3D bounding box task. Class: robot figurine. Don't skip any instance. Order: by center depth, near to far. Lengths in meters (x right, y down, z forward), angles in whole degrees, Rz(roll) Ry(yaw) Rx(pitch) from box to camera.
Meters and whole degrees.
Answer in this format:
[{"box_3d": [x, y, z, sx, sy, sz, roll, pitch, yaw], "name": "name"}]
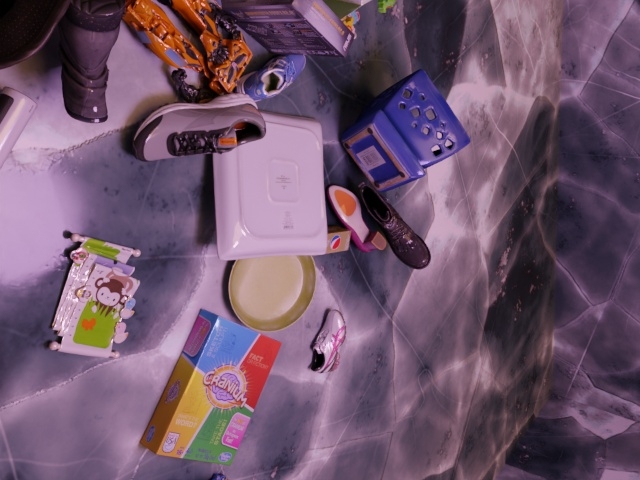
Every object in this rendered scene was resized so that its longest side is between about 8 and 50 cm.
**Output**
[{"box_3d": [-0.244, -0.394, 1.124, 0.291, 0.085, 0.211, 41, 70, -47], "name": "robot figurine"}]

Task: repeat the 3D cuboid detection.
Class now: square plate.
[{"box_3d": [-0.096, -0.133, 1.341, 0.347, 0.049, 0.343, -2, 88, -48], "name": "square plate"}]

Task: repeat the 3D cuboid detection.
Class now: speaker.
[{"box_3d": [-0.501, -0.168, 0.909, 0.055, 0.055, 0.136, 38, 72, -48], "name": "speaker"}]

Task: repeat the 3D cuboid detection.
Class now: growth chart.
[{"box_3d": [-0.422, 0.112, 1.108, 0.172, 0.021, 0.237, 13, 91, -51], "name": "growth chart"}]

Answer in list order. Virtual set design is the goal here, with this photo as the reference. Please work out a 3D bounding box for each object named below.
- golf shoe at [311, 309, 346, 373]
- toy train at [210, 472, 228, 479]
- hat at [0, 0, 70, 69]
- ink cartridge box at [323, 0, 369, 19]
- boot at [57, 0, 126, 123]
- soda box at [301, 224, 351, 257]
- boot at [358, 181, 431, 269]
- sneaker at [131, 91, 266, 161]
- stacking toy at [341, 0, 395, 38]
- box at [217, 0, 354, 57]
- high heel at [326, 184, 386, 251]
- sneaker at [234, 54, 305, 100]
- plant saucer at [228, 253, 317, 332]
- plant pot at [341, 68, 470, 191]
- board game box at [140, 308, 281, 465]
[{"box_3d": [0.021, 0.287, 1.638, 0.086, 0.068, 0.186, 3, 98, -48], "name": "golf shoe"}, {"box_3d": [-0.288, 0.598, 1.397, 0.158, 0.027, 0.036, -8, 96, -48], "name": "toy train"}, {"box_3d": [-0.479, -0.331, 0.783, 0.331, 0.332, 0.134, -63, 177, -16], "name": "hat"}, {"box_3d": [0.027, -0.569, 1.323, 0.235, 0.171, 0.056, -42, 143, -34], "name": "ink cartridge box"}, {"box_3d": [-0.381, -0.367, 0.930, 0.118, 0.338, 0.222, 6, 141, -22], "name": "boot"}, {"box_3d": [0.000, 0.000, 1.535, 0.181, 0.061, 0.058, -7, 112, -48], "name": "soda box"}, {"box_3d": [0.200, -0.034, 1.616, 0.091, 0.263, 0.229, -40, 164, 7], "name": "boot"}, {"box_3d": [-0.231, -0.211, 1.129, 0.272, 0.108, 0.100, -22, 146, -23], "name": "sneaker"}, {"box_3d": [0.052, -0.519, 1.372, 0.221, 0.167, 0.052, -42, 131, -36], "name": "stacking toy"}, {"box_3d": [-0.072, -0.452, 1.196, 0.183, 0.231, 0.056, 28, 82, -49], "name": "box"}, {"box_3d": [0.080, -0.059, 1.637, 0.244, 0.117, 0.082, 42, 68, -24], "name": "high heel"}, {"box_3d": [-0.095, -0.366, 1.309, 0.211, 0.081, 0.080, -46, 130, -34], "name": "sneaker"}, {"box_3d": [-0.119, 0.101, 1.409, 0.241, 0.037, 0.240, -6, 101, -33], "name": "plant saucer"}, {"box_3d": [0.206, -0.270, 1.533, 0.212, 0.236, 0.236, -42, 101, -23], "name": "plant pot"}, {"box_3d": [-0.242, 0.345, 1.349, 0.242, 0.064, 0.316, 35, 74, -48], "name": "board game box"}]
